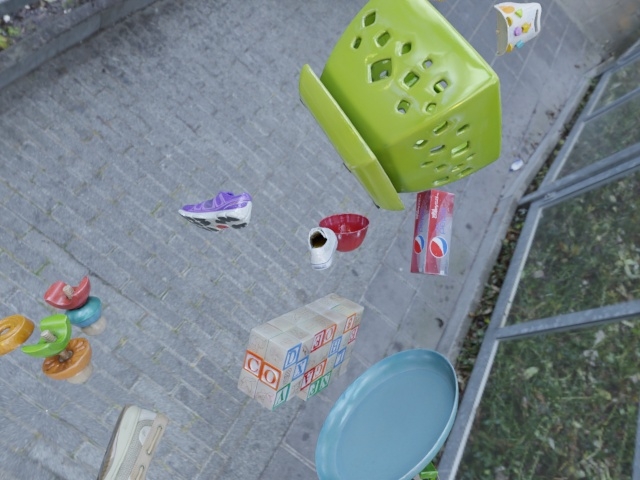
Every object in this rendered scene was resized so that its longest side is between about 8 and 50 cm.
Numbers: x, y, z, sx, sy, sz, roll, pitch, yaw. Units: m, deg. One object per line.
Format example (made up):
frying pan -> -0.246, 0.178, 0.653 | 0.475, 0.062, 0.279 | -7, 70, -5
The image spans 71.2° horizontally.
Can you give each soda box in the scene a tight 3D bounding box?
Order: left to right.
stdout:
soda box -> 0.351, -0.022, 1.406 | 0.092, 0.083, 0.263 | 8, 84, -20

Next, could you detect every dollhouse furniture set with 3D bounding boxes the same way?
dollhouse furniture set -> 0.225, 0.555, 0.994 | 0.076, 0.058, 0.151 | 1, 106, -10

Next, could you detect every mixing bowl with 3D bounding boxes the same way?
mixing bowl -> 0.087, -0.020, 1.607 | 0.182, 0.182, 0.098 | -24, 121, -36

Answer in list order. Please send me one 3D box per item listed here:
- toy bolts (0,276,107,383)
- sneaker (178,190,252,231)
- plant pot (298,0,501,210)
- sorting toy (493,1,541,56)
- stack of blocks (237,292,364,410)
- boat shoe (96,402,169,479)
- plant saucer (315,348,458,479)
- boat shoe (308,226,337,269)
toy bolts -> -0.601, 0.217, 1.029 | 0.228, 0.219, 0.158 | -80, 160, -51
sneaker -> -0.195, -0.059, 0.850 | 0.068, 0.170, 0.071 | 43, 53, -52
plant pot -> 0.112, -0.186, 0.661 | 0.228, 0.207, 0.227 | 59, 10, 25
sorting toy -> 0.335, -0.359, 0.750 | 0.075, 0.045, 0.083 | -24, 127, -7
stack of blocks -> -0.032, 0.231, 0.917 | 0.297, 0.087, 0.171 | -12, 120, -58
boat shoe -> -0.364, 0.474, 0.825 | 0.110, 0.121, 0.340 | 24, 40, -20
plant saucer -> 0.125, 0.335, 0.831 | 0.043, 0.318, 0.317 | 49, 55, -13
boat shoe -> 0.000, 0.000, 0.570 | 0.100, 0.035, 0.035 | -75, 155, -64
